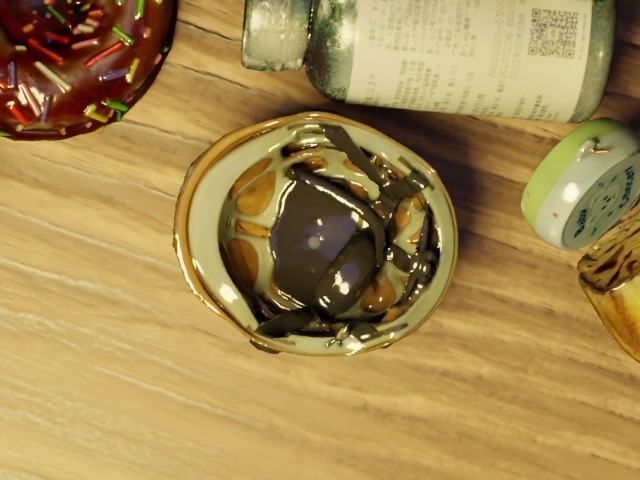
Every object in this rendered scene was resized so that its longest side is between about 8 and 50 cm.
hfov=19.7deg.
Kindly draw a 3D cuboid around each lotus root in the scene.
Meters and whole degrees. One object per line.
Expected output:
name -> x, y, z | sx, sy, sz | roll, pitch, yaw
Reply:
lotus root -> 0.280, 0.040, 1.537 | 0.159, 0.095, 0.135 | -36, 100, -44

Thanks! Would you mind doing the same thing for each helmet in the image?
helmet -> 0.000, 0.000, 1.489 | 0.224, 0.130, 0.198 | 12, 84, 6

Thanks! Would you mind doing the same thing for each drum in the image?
drum -> 0.271, -0.073, 1.549 | 0.253, 0.130, 0.049 | -28, 60, -31

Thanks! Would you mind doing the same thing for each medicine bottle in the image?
medicine bottle -> 0.083, -0.176, 1.491 | 0.293, 0.141, 0.141 | 5, 89, -5

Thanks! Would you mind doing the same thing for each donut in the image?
donut -> -0.226, -0.186, 1.477 | 0.230, 0.096, 0.216 | 7, 91, -15
